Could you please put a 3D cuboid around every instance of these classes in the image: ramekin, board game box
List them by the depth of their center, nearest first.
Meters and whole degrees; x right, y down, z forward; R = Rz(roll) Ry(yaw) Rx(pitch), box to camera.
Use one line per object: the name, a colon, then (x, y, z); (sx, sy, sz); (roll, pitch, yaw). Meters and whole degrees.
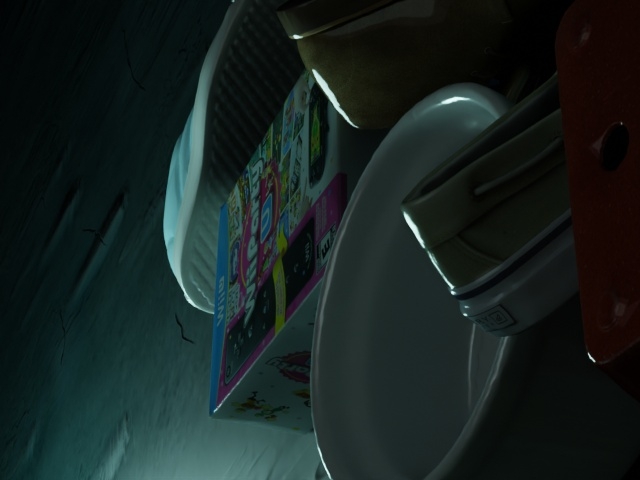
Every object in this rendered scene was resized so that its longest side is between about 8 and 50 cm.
ramekin: (0.113, 0.049, 1.045); (0.277, 0.135, 0.277); (-47, 36, 50)
board game box: (0.000, 0.000, 1.356); (0.303, 0.097, 0.224); (125, 151, -54)

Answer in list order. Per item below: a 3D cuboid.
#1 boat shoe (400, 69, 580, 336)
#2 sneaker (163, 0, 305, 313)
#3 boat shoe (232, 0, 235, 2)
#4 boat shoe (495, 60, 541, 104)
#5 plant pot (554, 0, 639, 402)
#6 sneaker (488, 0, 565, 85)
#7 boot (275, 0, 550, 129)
boat shoe: (0.172, -0.078, 0.869); (0.302, 0.094, 0.109); (-44, 15, -16)
sneaker: (-0.086, -0.120, 1.609); (0.150, 0.135, 0.366); (43, 115, 59)
boat shoe: (-0.069, -0.284, 1.782); (0.133, 0.049, 0.042); (-17, 53, 59)
boat shoe: (0.133, -0.055, 1.175); (0.056, 0.049, 0.152); (-80, 9, -67)
plant pot: (0.246, -0.038, 0.659); (0.267, 0.235, 0.267); (-46, 36, 49)
sneaker: (0.156, -0.204, 1.213); (0.078, 0.067, 0.188); (12, 85, 46)
boot: (0.120, -0.165, 1.145); (0.305, 0.115, 0.112); (-16, 16, 34)
